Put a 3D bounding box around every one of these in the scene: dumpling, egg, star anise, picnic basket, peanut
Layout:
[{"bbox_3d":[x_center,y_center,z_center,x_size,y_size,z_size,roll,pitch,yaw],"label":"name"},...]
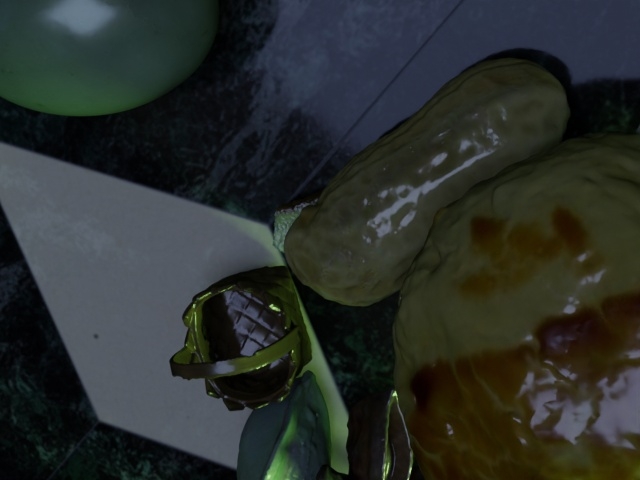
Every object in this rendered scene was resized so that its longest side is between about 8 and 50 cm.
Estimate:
[{"bbox_3d":[-0.034,0.252,1.164,0.104,0.149,0.217,7,101,-19],"label":"dumpling"},{"bbox_3d":[-0.237,-0.225,1.062,0.282,0.203,0.203,4,105,17],"label":"egg"},{"bbox_3d":[0.070,0.297,1.149,0.198,0.110,0.257,-39,117,1],"label":"star anise"},{"bbox_3d":[-0.083,0.111,1.118,0.128,0.178,0.138,-14,99,15],"label":"picnic basket"},{"bbox_3d":[0.105,-0.048,1.036,0.313,0.152,0.152,-36,93,8],"label":"peanut"}]

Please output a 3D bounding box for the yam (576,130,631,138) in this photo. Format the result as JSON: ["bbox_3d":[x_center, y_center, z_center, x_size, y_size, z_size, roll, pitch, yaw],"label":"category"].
[{"bbox_3d":[0.277,0.020,1.064,0.061,0.061,0.253,3,105,14],"label":"yam"}]

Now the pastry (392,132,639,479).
[{"bbox_3d":[0.243,0.110,0.882,0.388,0.313,0.389,3,120,6],"label":"pastry"}]

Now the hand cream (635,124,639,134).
[{"bbox_3d":[0.453,-0.032,0.938,0.358,0.118,0.186,30,139,20],"label":"hand cream"}]

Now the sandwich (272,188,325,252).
[{"bbox_3d":[0.000,0.000,1.144,0.093,0.036,0.105,-23,98,18],"label":"sandwich"}]
